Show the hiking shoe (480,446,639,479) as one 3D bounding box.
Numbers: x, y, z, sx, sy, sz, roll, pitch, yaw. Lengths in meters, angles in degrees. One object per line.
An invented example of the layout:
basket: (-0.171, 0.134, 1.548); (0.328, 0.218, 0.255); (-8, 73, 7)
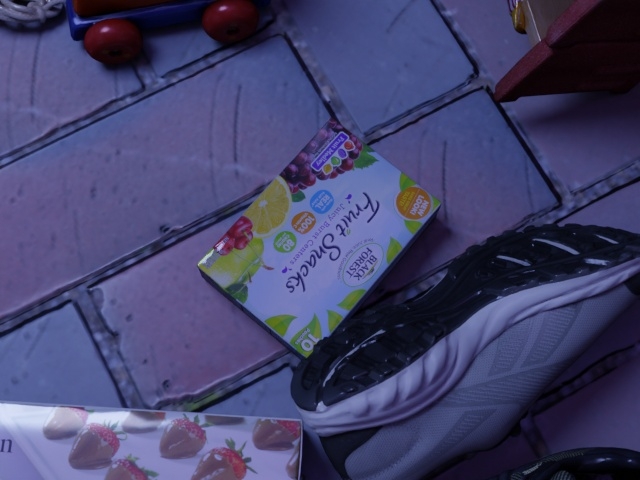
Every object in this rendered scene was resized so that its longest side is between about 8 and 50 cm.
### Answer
hiking shoe: (0.101, 0.167, 0.532); (0.227, 0.114, 0.086); (-22, 69, -24)

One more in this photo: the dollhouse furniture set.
dollhouse furniture set: (0.293, -0.226, 0.677); (0.374, 0.152, 0.201); (-5, 72, -20)

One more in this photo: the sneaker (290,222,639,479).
sneaker: (0.113, 0.070, 0.603); (0.271, 0.100, 0.108); (-27, 110, -16)

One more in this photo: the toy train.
toy train: (-0.162, -0.197, 0.643); (0.248, 0.143, 0.105); (-11, 74, -4)

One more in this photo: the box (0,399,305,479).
box: (-0.170, 0.135, 0.586); (0.324, 0.067, 0.063); (4, 73, 0)

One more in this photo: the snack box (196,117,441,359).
snack box: (0.000, 0.000, 0.641); (0.100, 0.037, 0.141); (39, 77, 9)
